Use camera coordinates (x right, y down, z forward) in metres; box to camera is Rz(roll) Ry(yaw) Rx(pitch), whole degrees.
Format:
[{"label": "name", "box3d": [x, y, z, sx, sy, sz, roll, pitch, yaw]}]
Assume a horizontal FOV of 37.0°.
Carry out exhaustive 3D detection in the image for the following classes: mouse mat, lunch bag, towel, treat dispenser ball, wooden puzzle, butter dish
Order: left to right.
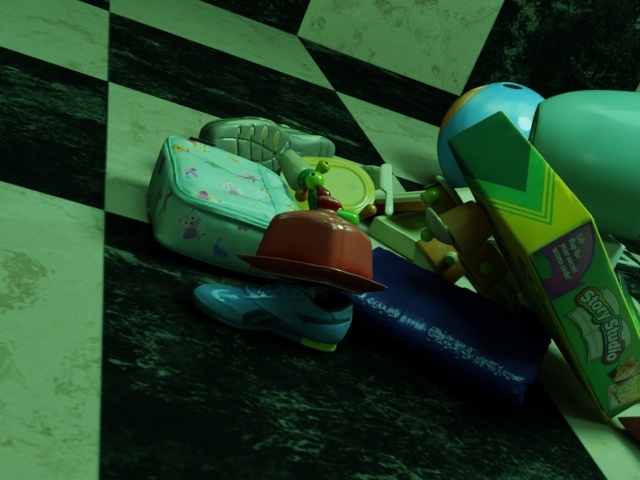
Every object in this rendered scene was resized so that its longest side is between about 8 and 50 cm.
[{"label": "lunch bag", "box3d": [-0.139, -0.055, 1.439, 0.224, 0.108, 0.279, 16, 21, -19]}, {"label": "butter dish", "box3d": [0.000, 0.000, 1.250, 0.160, 0.118, 0.160, 9, -6, 32]}, {"label": "wooden puzzle", "box3d": [0.174, -0.077, 1.851, 0.238, 0.044, 0.221, 3, 8, 32]}, {"label": "towel", "box3d": [0.171, 0.125, 1.387, 0.308, 0.076, 0.227, 27, 23, 14]}, {"label": "treat dispenser ball", "box3d": [0.413, -0.218, 2.205, 0.288, 0.288, 0.288, 21, 20, -8]}, {"label": "mouse mat", "box3d": [0.515, 0.156, 1.543, 0.190, 0.007, 0.152, 56, 27, -36]}]

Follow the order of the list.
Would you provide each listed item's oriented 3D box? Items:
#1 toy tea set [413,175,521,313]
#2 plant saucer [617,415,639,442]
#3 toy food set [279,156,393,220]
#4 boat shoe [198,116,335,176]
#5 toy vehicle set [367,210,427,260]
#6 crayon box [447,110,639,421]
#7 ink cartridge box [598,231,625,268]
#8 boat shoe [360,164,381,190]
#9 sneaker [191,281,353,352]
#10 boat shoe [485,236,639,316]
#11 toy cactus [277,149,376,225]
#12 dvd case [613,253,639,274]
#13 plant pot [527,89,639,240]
[{"label": "toy tea set", "box3d": [0.199, 0.023, 1.498, 0.200, 0.124, 0.336, 56, 0, 34]}, {"label": "plant saucer", "box3d": [0.601, 0.272, 1.343, 0.258, 0.048, 0.259, 10, -15, -33]}, {"label": "toy food set", "box3d": [0.024, -0.079, 1.732, 0.218, 0.071, 0.128, 3, 57, -17]}, {"label": "boat shoe", "box3d": [-0.116, -0.159, 1.742, 0.130, 0.132, 0.355, 24, 9, 31]}, {"label": "toy vehicle set", "box3d": [0.222, -0.003, 1.811, 0.166, 0.035, 0.267, 32, 21, 25]}, {"label": "crayon box", "box3d": [0.339, 0.035, 1.402, 0.363, 0.106, 0.313, 57, 8, -35]}, {"label": "ink cartridge box", "box3d": [0.463, -0.019, 2.007, 0.197, 0.114, 0.273, 9, 23, -32]}, {"label": "boat shoe", "box3d": [0.077, -0.117, 1.821, 0.137, 0.049, 0.043, -3, 3, 27]}, {"label": "sneaker", "box3d": [-0.059, 0.077, 1.233, 0.209, 0.082, 0.069, 17, 23, -14]}, {"label": "boat shoe", "box3d": [0.416, 0.088, 1.677, 0.324, 0.122, 0.120, 28, 23, 15]}, {"label": "toy cactus", "box3d": [-0.003, -0.081, 1.559, 0.180, 0.112, 0.219, 53, 5, 24]}, {"label": "dvd case", "box3d": [0.594, 0.010, 2.206, 0.238, 0.029, 0.179, 11, 23, -33]}, {"label": "plant pot", "box3d": [0.527, -0.164, 1.889, 0.235, 0.293, 0.293, 11, 18, 8]}]
